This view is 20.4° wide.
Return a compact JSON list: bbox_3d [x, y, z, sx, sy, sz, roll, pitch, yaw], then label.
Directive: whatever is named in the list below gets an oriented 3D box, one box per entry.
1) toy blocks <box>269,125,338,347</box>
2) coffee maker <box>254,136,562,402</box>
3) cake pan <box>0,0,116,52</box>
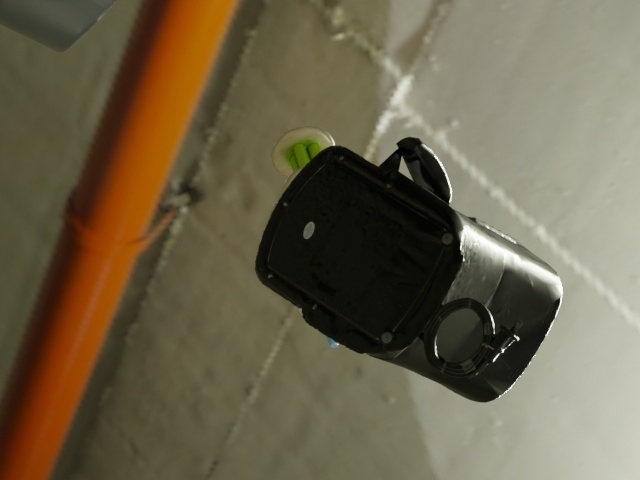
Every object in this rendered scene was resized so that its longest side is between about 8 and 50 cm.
[{"bbox_3d":[0.000,0.000,1.410,0.148,0.054,0.123,-109,-164,-46],"label":"toy blocks"},{"bbox_3d":[0.069,0.039,1.075,0.120,0.178,0.171,-39,-119,15],"label":"coffee maker"},{"bbox_3d":[-0.069,-0.207,0.863,0.054,0.293,0.293,37,-43,-13],"label":"cake pan"}]
